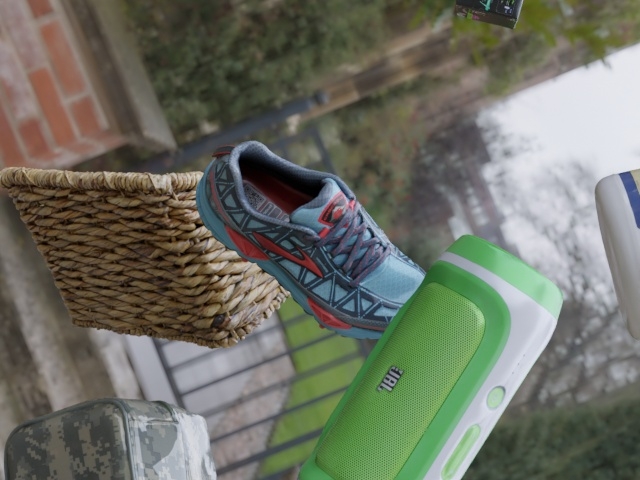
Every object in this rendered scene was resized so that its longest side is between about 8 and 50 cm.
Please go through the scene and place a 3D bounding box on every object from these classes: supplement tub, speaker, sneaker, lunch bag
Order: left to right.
[{"bbox_3d":[-0.213,0.348,1.603,0.256,0.213,0.305,14,60,-57],"label":"lunch bag"},{"bbox_3d":[0.000,0.000,1.269,0.262,0.104,0.125,31,-28,0],"label":"sneaker"},{"bbox_3d":[0.093,0.145,1.199,0.131,0.296,0.131,33,-5,3],"label":"speaker"},{"bbox_3d":[0.537,-0.008,1.765,0.228,0.316,0.228,-13,90,-82],"label":"supplement tub"}]

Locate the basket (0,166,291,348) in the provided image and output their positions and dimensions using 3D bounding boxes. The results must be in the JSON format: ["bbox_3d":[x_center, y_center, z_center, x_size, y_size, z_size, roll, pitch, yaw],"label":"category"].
[{"bbox_3d":[-0.173,-0.032,1.535,0.299,0.213,0.223,3,-56,44],"label":"basket"}]

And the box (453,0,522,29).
[{"bbox_3d":[0.221,-0.314,1.758,0.062,0.083,0.052,56,48,-86],"label":"box"}]
